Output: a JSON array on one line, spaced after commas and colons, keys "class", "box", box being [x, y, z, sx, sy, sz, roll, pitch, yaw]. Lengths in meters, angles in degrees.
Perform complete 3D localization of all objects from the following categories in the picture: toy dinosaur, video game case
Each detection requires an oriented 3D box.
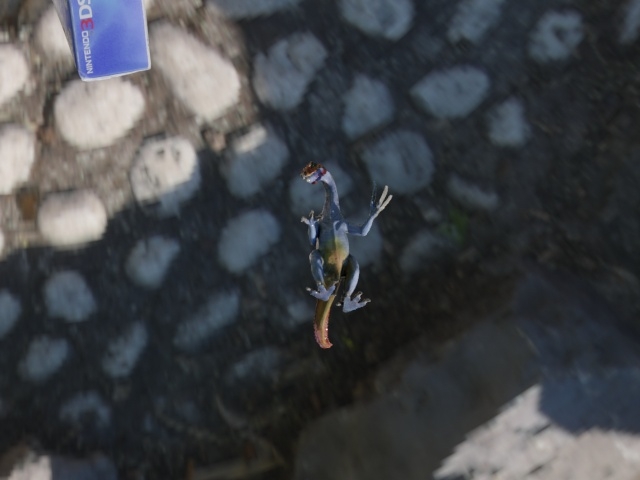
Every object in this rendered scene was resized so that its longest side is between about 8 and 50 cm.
[{"class": "toy dinosaur", "box": [0.000, 0.000, 1.098, 0.047, 0.082, 0.090, 12, 134, -26]}, {"class": "video game case", "box": [-0.188, -0.295, 1.418, 0.061, 0.244, 0.269, -12, 136, -11]}]
